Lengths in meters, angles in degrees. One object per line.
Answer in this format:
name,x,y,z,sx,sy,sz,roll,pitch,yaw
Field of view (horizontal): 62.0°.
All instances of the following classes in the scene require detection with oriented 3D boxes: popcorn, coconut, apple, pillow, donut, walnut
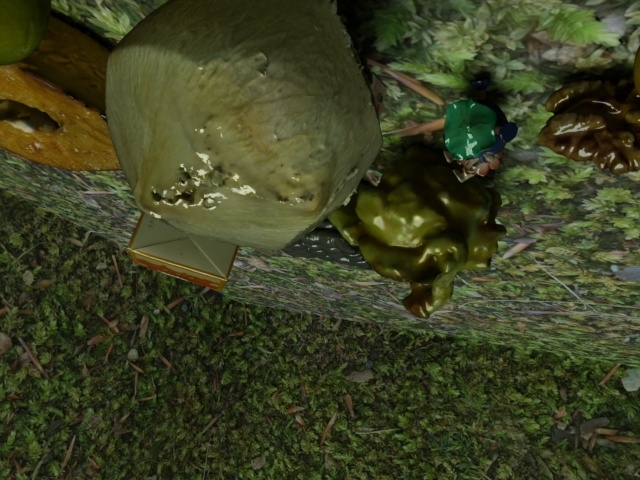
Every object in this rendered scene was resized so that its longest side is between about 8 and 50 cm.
popcorn,0.194,-0.041,1.052,0.321,0.290,0.325,51,-160,11
coconut,-0.095,-0.151,0.688,0.346,0.360,0.346,26,154,14
apple,-0.490,-0.351,0.755,0.196,0.196,0.157,18,-162,-5
pillow,0.000,0.000,1.583,0.326,0.101,0.228,11,163,22
donut,-0.529,-0.288,1.067,0.377,0.163,0.435,18,161,-12
walnut,0.374,-0.156,0.681,0.170,0.143,0.069,9,151,21

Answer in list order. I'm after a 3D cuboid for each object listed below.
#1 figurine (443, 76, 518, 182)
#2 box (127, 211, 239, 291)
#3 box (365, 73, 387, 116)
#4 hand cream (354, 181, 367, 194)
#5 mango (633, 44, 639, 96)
figurine,0.241,-0.165,0.834,0.102,0.111,0.195,-30,166,11
box,-0.338,-0.043,1.435,0.259,0.283,0.214,20,164,-12
box,0.040,-0.217,0.879,0.125,0.089,0.043,3,159,40
hand cream,0.131,-0.080,1.260,0.203,0.084,0.084,18,164,-28
mango,0.448,-0.178,0.582,0.227,0.099,0.136,19,129,-16
